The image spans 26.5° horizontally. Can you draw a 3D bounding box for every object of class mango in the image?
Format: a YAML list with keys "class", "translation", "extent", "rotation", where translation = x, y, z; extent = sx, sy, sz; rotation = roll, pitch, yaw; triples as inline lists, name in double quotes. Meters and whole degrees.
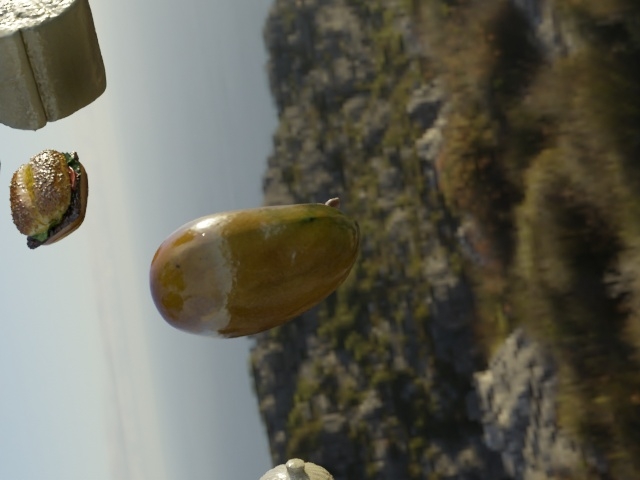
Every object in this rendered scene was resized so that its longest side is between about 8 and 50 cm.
- class: "mango"
  translation: [-0.077, 0.037, 1.615]
  extent: [0.175, 0.255, 0.139]
  rotation: [98, 160, -67]

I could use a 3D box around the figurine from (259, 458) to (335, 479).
- class: "figurine"
  translation: [-0.072, 0.579, 2.614]
  extent: [0.332, 0.204, 0.185]
  rotation: [-58, 17, 17]

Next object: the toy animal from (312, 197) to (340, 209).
- class: "toy animal"
  translation: [0.000, 0.001, 2.316]
  extent: [0.089, 0.083, 0.150]
  rotation: [145, 122, -70]

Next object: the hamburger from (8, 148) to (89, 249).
- class: "hamburger"
  translation: [-0.429, -0.067, 2.102]
  extent: [0.087, 0.137, 0.166]
  rotation: [40, -156, -38]

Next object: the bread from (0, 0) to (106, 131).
- class: "bread"
  translation: [-0.338, -0.227, 1.613]
  extent: [0.134, 0.148, 0.141]
  rotation: [30, 143, 35]
